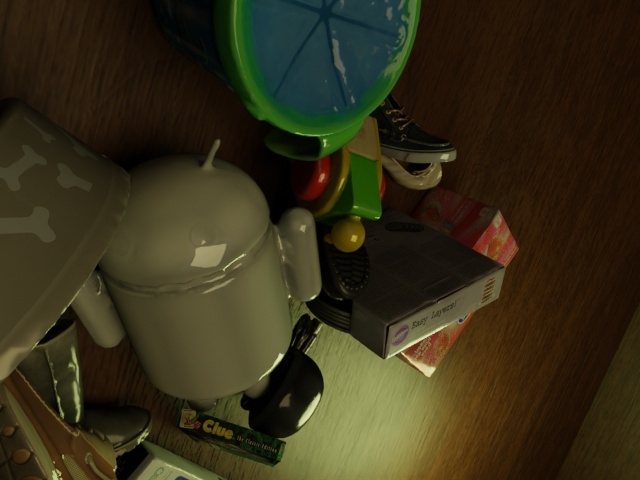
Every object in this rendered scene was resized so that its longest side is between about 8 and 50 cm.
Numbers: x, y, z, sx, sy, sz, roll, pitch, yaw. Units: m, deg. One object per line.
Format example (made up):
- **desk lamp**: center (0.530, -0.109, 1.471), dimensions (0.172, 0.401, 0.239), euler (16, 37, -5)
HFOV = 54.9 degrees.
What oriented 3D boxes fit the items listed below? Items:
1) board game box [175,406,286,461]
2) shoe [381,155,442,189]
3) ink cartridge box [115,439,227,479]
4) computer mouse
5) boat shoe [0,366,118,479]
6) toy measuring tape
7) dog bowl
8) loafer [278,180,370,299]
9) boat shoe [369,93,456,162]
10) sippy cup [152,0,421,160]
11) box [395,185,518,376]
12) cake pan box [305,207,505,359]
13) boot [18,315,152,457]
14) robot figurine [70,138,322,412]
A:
- **board game box**: center (-0.120, 0.279, 0.856), dimensions (0.259, 0.136, 0.030), euler (107, -1, -68)
- **shoe**: center (0.147, -0.130, 1.020), dimensions (0.219, 0.058, 0.076), euler (21, 97, -47)
- **ink cartridge box**: center (-0.232, 0.434, 0.966), dimensions (0.165, 0.065, 0.332), euler (-49, 139, -13)
- **computer mouse**: center (-0.043, 0.212, 0.896), dimensions (0.072, 0.272, 0.188), euler (37, 88, -5)
- **boat shoe**: center (-0.301, 0.267, 0.702), dimensions (0.116, 0.123, 0.324), euler (-58, 134, -61)
- **toy measuring tape**: center (0.017, -0.130, 0.810), dimensions (0.121, 0.121, 0.330), euler (29, 49, -48)
- **dog bowl**: center (-0.317, 0.025, 0.472), dimensions (0.349, 0.349, 0.102), euler (-46, 124, -14)
- **loafer**: center (0.000, 0.000, 0.854), dimensions (0.080, 0.220, 0.078), euler (15, 131, -38)
- **boat shoe**: center (0.108, -0.164, 0.876), dimensions (0.065, 0.183, 0.083), euler (-29, 129, -53)
- **sippy cup**: center (-0.055, -0.248, 0.639), dimensions (0.240, 0.224, 0.305), euler (6, 108, -46)
- **box**: center (0.201, 0.070, 1.117), dimensions (0.300, 0.154, 0.142), euler (-54, 138, -8)
- **cake pan box**: center (0.103, 0.051, 0.942), dimensions (0.267, 0.246, 0.070), euler (-21, 125, -35)
- **boot**: center (-0.305, 0.184, 0.769), dimensions (0.190, 0.076, 0.208), euler (-17, 116, -39)
- **robot figurine**: center (-0.147, 0.046, 0.735), dimensions (0.300, 0.199, 0.353), euler (-15, 126, -10)
